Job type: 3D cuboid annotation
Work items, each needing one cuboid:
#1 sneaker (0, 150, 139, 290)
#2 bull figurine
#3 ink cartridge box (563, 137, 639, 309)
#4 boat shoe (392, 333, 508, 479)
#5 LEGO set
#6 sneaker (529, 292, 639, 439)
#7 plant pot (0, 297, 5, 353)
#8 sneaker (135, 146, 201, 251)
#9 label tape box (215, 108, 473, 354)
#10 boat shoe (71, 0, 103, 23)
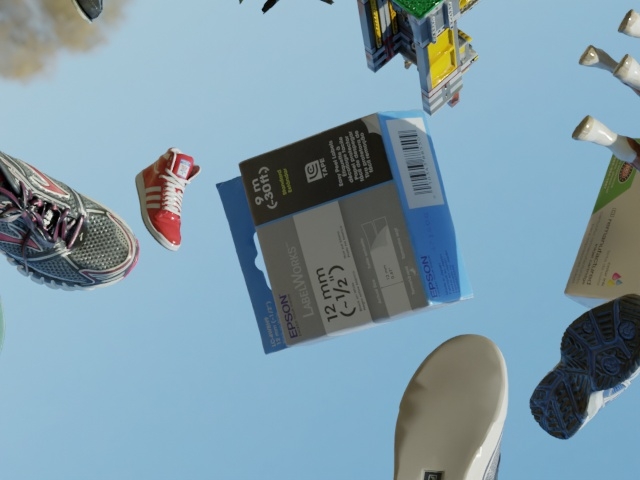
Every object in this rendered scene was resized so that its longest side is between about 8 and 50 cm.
[{"bbox_3d":[-0.347,-0.030,2.146,0.112,0.299,0.121,-13,-126,67],"label":"sneaker"},{"bbox_3d":[0.312,-0.090,1.551,0.101,0.188,0.310,-54,-172,21],"label":"bull figurine"},{"bbox_3d":[0.417,-0.004,2.033,0.278,0.117,0.201,5,-108,63],"label":"ink cartridge box"},{"bbox_3d":[0.150,0.289,2.166,0.127,0.158,0.341,9,-115,21],"label":"boat shoe"},{"bbox_3d":[0.094,-0.289,1.921,0.331,0.192,0.255,31,-112,24],"label":"LEGO set"},{"bbox_3d":[0.281,0.113,1.845,0.081,0.080,0.211,-32,165,-39],"label":"sneaker"},{"bbox_3d":[-0.380,0.103,1.416,0.255,0.271,0.272,-40,-169,38],"label":"plant pot"},{"bbox_3d":[-0.152,-0.047,1.915,0.067,0.042,0.118,-41,-135,21],"label":"sneaker"},{"bbox_3d":[0.000,0.000,2.368,0.347,0.249,0.115,-18,175,35],"label":"label tape box"},{"bbox_3d":[-0.226,-0.262,1.786,0.042,0.049,0.133,-25,-133,12],"label":"boat shoe"}]
